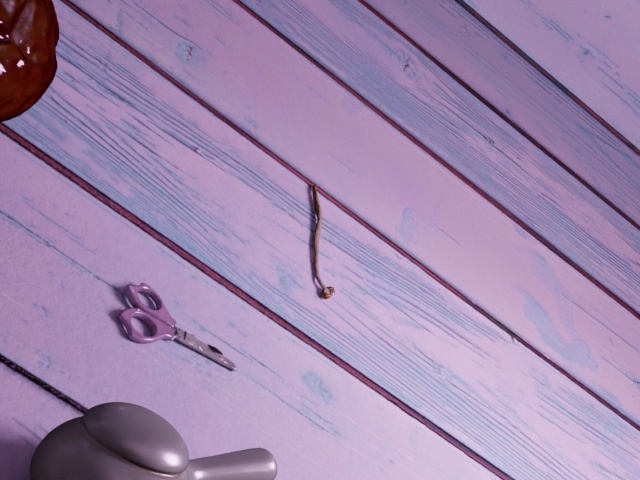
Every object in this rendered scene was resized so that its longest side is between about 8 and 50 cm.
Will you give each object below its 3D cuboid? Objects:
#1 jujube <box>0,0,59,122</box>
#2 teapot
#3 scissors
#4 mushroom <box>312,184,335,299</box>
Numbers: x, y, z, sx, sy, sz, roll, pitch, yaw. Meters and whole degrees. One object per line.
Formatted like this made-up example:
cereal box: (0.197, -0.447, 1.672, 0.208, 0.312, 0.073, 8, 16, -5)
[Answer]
jujube: (-0.532, -0.277, 1.683, 0.276, 0.276, 0.377, 56, 30, 13)
teapot: (-0.214, 0.284, 1.555, 0.220, 0.149, 0.318, 34, 9, 18)
scissors: (-0.206, 0.140, 1.857, 0.212, 0.021, 0.110, 32, 37, -22)
mushroom: (-0.004, -0.003, 2.254, 0.028, 0.026, 0.286, 42, 27, -40)
